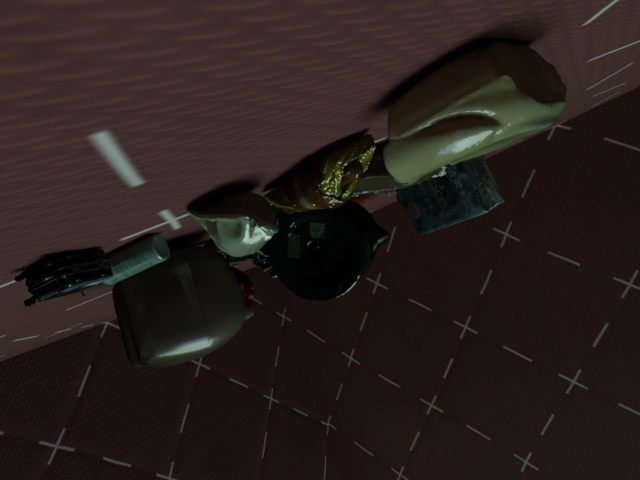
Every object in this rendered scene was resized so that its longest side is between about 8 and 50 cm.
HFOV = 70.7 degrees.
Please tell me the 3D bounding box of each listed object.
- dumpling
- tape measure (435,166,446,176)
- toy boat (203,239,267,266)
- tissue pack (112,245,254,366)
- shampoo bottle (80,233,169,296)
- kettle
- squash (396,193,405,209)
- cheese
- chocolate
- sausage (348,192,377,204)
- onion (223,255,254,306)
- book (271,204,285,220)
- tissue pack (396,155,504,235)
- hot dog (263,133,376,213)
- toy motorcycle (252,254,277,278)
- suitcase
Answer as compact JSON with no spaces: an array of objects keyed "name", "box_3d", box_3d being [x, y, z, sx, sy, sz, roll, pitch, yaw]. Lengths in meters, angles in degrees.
[{"name":"dumpling","box_3d":[-0.161,-0.032,0.797,0.154,0.112,0.181,18,142,-37]},{"name":"tape measure","box_3d":[0.243,-0.226,1.069,0.106,0.104,0.180,-5,146,3]},{"name":"toy boat","box_3d":[-0.237,0.037,1.261,0.205,0.072,0.064,-1,169,-31]},{"name":"tissue pack","box_3d":[-0.347,0.163,1.117,0.276,0.268,0.387,-17,173,-31]},{"name":"shampoo bottle","box_3d":[-0.385,0.049,0.862,0.194,0.056,0.056,-23,178,10]},{"name":"kettle","box_3d":[0.000,0.000,1.146,0.320,0.229,0.324,0,-171,19]},{"name":"squash","box_3d":[0.381,-0.181,1.572,0.189,0.190,0.260,-24,174,26]},{"name":"cheese","box_3d":[0.218,-0.183,0.669,0.265,0.127,0.233,-19,176,-44]},{"name":"chocolate","box_3d":[0.134,-0.156,0.986,0.261,0.083,0.161,-11,174,-30]},{"name":"sausage","box_3d":[0.127,-0.145,1.270,0.074,0.074,0.274,-22,178,-24]},{"name":"onion","box_3d":[-0.387,0.161,1.587,0.313,0.233,0.314,0,168,0]},{"name":"book","box_3d":[-0.069,-0.078,1.277,0.260,0.043,0.371,-23,178,-22]},{"name":"tissue pack","box_3d":[0.348,-0.156,1.294,0.103,0.228,0.315,-28,179,-24]},{"name":"hot dog","box_3d":[0.005,-0.100,0.830,0.123,0.093,0.261,-20,176,-45]},{"name":"toy motorcycle","box_3d":[-0.080,0.024,1.405,0.275,0.127,0.205,-29,-178,-7]},{"name":"suitcase","box_3d":[-0.409,0.057,0.733,0.086,0.059,0.126,-22,178,16]}]
